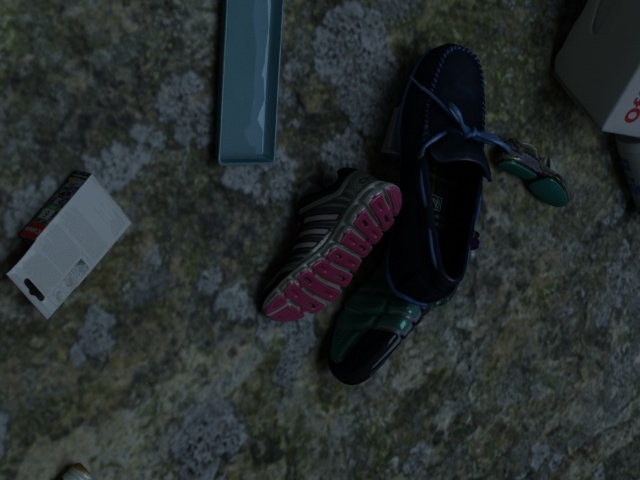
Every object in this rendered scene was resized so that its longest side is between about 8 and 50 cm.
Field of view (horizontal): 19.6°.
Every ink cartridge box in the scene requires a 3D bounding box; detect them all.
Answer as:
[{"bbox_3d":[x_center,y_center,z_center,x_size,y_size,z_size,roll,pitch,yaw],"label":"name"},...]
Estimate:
[{"bbox_3d":[0.090,-0.099,1.804,0.083,0.028,0.048,24,81,-42],"label":"ink cartridge box"},{"bbox_3d":[0.414,-0.204,1.927,0.278,0.117,0.201,7,126,-31],"label":"ink cartridge box"},{"bbox_3d":[-0.217,0.003,1.554,0.115,0.029,0.063,-51,127,-21],"label":"ink cartridge box"}]

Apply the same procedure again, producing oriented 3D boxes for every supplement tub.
[{"bbox_3d":[0.368,-0.078,2.025,0.071,0.071,0.107,-39,120,-29],"label":"supplement tub"}]

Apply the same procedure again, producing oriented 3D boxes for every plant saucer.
[{"bbox_3d":[-0.065,-0.164,1.664,0.067,0.018,0.192,-3,101,-41],"label":"plant saucer"}]

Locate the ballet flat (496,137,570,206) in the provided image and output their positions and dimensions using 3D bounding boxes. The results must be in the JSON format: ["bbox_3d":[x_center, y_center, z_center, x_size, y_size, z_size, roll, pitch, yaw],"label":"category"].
[{"bbox_3d":[0.225,-0.074,1.924,0.114,0.041,0.041,32,77,-41],"label":"ballet flat"}]

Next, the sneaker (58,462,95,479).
[{"bbox_3d":[-0.203,0.232,1.612,0.037,0.032,0.083,-38,117,-14],"label":"sneaker"}]

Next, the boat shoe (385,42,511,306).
[{"bbox_3d":[0.130,-0.065,1.741,0.109,0.089,0.258,11,74,-29],"label":"boat shoe"}]

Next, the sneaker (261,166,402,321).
[{"bbox_3d":[0.000,0.000,1.726,0.170,0.075,0.063,-50,138,5],"label":"sneaker"}]

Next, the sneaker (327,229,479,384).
[{"bbox_3d":[0.093,0.059,1.804,0.098,0.083,0.224,48,66,-41],"label":"sneaker"}]
